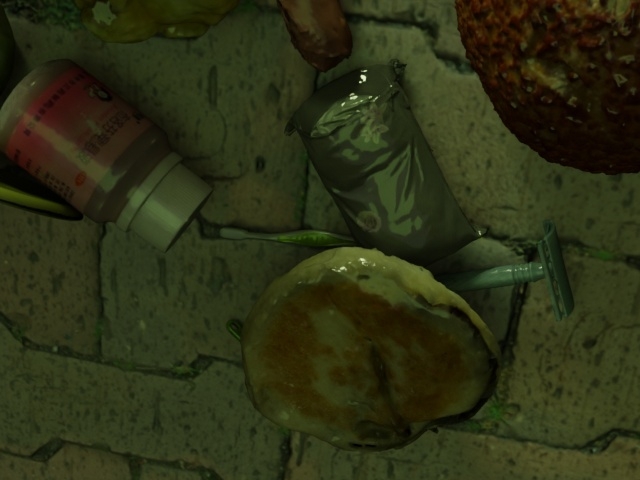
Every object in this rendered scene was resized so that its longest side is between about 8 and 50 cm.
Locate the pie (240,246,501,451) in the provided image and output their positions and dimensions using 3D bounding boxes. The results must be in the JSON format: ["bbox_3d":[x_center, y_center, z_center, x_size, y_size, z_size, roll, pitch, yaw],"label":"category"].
[{"bbox_3d":[0.057,0.148,1.086,0.339,0.077,0.339,8,131,9],"label":"pie"}]

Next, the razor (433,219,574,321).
[{"bbox_3d":[0.180,0.052,1.056,0.232,0.068,0.106,-11,110,24],"label":"razor"}]

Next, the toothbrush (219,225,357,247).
[{"bbox_3d":[0.000,0.000,1.092,0.263,0.026,0.022,6,108,12],"label":"toothbrush"}]

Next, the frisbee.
[{"bbox_3d":[-0.400,-0.073,1.059,0.236,0.236,0.017,22,93,4],"label":"frisbee"}]

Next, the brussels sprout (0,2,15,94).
[{"bbox_3d":[-0.479,-0.238,1.010,0.244,0.244,0.244,6,115,12],"label":"brussels sprout"}]

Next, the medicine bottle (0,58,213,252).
[{"bbox_3d":[-0.256,-0.097,1.051,0.247,0.147,0.147,37,118,-4],"label":"medicine bottle"}]

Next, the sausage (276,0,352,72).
[{"bbox_3d":[-0.026,-0.327,0.924,0.078,0.078,0.304,-6,113,17],"label":"sausage"}]

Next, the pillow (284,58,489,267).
[{"bbox_3d":[0.074,-0.072,1.014,0.169,0.059,0.255,-27,101,18],"label":"pillow"}]

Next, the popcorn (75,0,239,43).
[{"bbox_3d":[-0.189,-0.316,0.928,0.226,0.200,0.203,12,151,-25],"label":"popcorn"}]

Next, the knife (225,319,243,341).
[{"bbox_3d":[-0.057,0.169,1.189,0.184,0.022,0.026,41,143,-7],"label":"knife"}]

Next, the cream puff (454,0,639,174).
[{"bbox_3d":[0.287,-0.212,0.811,0.350,0.228,0.350,6,118,12],"label":"cream puff"}]
